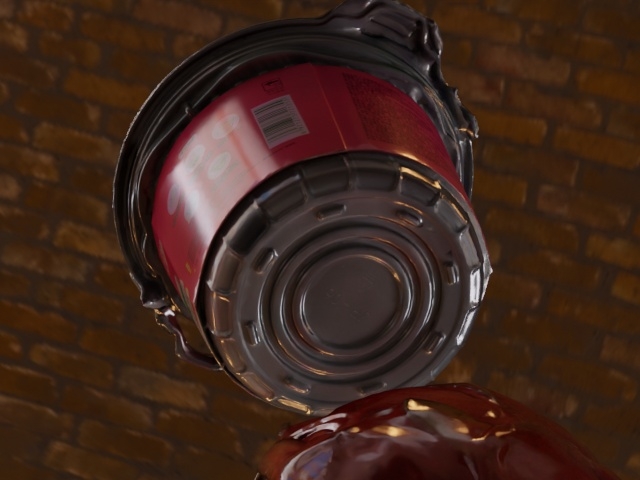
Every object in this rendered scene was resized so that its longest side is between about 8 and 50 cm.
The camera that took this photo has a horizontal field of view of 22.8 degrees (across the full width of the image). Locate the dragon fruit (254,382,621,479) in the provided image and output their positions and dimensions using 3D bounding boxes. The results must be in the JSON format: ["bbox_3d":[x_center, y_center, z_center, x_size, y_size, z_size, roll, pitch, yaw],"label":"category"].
[{"bbox_3d":[0.053,0.146,0.655,0.209,0.172,0.172,27,-102,18],"label":"dragon fruit"}]

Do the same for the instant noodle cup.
[{"bbox_3d":[0.000,0.000,1.048,0.258,0.181,0.302,12,-68,-18],"label":"instant noodle cup"}]
